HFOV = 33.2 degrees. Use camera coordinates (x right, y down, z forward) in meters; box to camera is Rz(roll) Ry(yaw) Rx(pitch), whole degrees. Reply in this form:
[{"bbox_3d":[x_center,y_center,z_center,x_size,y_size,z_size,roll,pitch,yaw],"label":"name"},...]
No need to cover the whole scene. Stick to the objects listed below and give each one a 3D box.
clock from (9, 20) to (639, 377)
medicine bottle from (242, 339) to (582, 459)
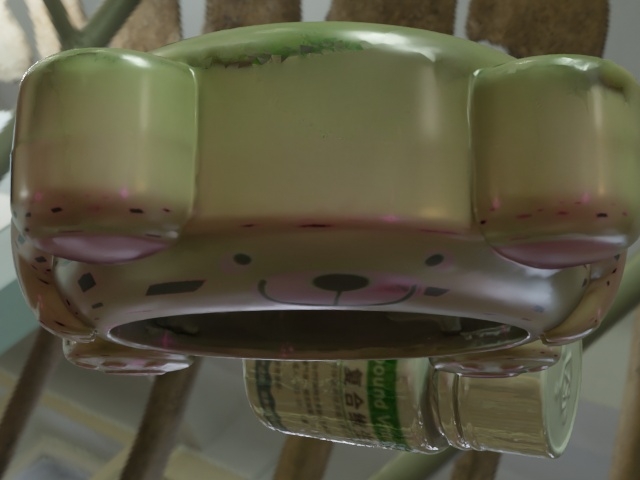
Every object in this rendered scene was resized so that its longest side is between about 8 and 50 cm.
[{"bbox_3d":[0.000,0.000,0.508,0.284,0.114,0.309,2,-13,-2],"label":"clock"},{"bbox_3d":[0.071,0.095,0.822,0.237,0.139,0.139,5,-51,26],"label":"medicine bottle"}]
